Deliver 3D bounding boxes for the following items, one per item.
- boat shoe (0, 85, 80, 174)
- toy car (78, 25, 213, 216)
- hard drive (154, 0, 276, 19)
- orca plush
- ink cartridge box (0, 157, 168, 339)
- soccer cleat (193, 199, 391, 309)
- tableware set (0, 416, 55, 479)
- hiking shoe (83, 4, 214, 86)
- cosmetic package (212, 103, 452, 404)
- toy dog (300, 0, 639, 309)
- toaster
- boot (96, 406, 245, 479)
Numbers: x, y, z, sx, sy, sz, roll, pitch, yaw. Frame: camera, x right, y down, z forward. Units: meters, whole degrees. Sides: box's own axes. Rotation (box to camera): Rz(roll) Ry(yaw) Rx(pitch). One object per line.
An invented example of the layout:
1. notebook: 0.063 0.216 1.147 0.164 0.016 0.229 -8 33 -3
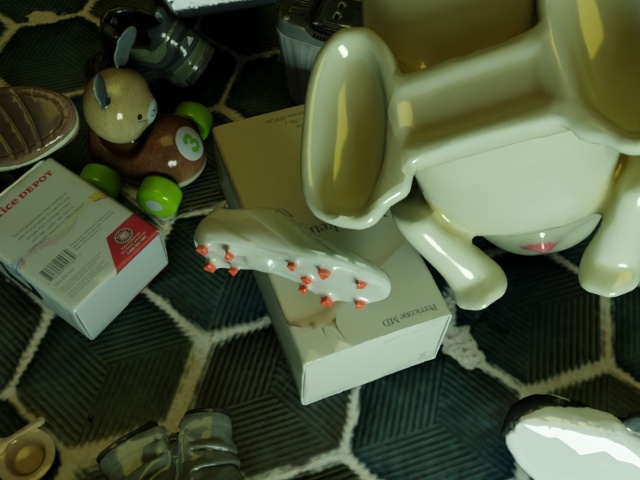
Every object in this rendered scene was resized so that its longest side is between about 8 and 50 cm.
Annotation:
1. boat shoe: -0.405 -0.117 0.795 0.257 0.095 0.095 -14 90 1
2. toy car: -0.215 -0.149 0.779 0.148 0.188 0.155 11 57 6
3. hard drive: -0.146 -0.340 0.916 0.171 0.054 0.255 -13 22 -10
4. orca plush: 0.308 0.203 0.623 0.287 0.151 0.102 11 26 9
5. ink cartridge box: -0.280 0.005 0.745 0.175 0.072 0.127 32 62 18
6. soccer cleat: -0.024 0.006 0.627 0.196 0.068 0.076 14 55 12
7. tableware set: -0.296 0.252 0.615 0.141 0.020 0.169 -27 62 -18
8. hiking shoe: -0.242 -0.254 0.855 0.226 0.114 0.086 1 58 36
9. cosmetic package: 0.000 0.000 0.737 0.160 0.113 0.310 -18 58 -13
10. toy dog: 0.176 -0.120 0.665 0.284 0.408 0.396 -23 64 20
11. toaster: 0.051 -0.243 0.875 0.226 0.146 0.129 14 58 8
12. boot: -0.170 0.258 0.591 0.246 0.083 0.161 -19 54 -22
